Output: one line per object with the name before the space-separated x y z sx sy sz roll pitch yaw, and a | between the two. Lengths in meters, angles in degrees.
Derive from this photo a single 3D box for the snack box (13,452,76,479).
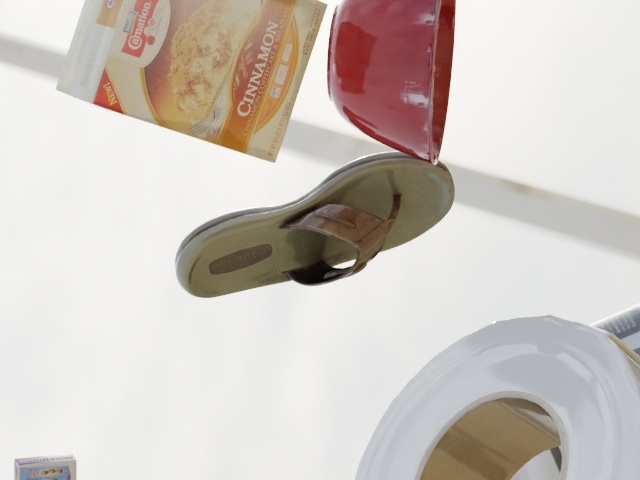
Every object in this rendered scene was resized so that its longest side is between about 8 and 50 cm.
snack box | -0.292 0.313 1.956 0.022 0.064 0.178 -135 46 -64

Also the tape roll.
tape roll | 0.158 0.202 1.435 0.100 0.286 0.286 36 -112 -36

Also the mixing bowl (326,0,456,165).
mixing bowl | 0.060 -0.160 1.603 0.181 0.098 0.181 6 -90 -81

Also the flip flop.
flip flop | 0.000 0.000 1.740 0.080 0.277 0.112 -117 13 -48

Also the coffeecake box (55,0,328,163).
coffeecake box | -0.103 -0.158 1.506 0.185 0.068 0.142 16 -86 -37

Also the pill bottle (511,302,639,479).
pill bottle | 0.338 0.218 2.329 0.210 0.363 0.210 -23 -90 -86
